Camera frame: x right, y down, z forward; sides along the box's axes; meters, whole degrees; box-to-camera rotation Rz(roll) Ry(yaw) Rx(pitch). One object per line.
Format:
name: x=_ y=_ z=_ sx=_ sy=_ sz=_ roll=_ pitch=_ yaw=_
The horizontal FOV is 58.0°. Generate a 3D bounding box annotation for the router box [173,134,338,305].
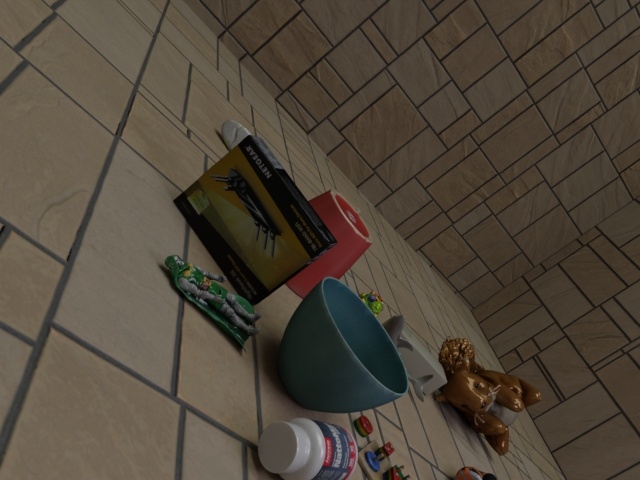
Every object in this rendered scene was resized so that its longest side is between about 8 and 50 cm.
router box: x=-0.149 y=-0.044 z=1.314 sx=0.309 sy=0.243 sz=0.081 roll=53 pitch=15 yaw=6

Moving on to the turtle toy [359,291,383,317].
turtle toy: x=0.187 y=0.228 z=2.042 sx=0.095 sy=0.066 sz=0.130 roll=50 pitch=15 yaw=-8

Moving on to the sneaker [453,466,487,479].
sneaker: x=0.508 y=0.775 z=1.618 sx=0.321 sy=0.124 sz=0.180 roll=58 pitch=17 yaw=23

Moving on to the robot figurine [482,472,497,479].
robot figurine: x=0.420 y=0.713 z=1.412 sx=0.173 sy=0.209 sz=0.278 roll=38 pitch=13 yaw=11

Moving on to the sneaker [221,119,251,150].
sneaker: x=-0.249 y=-0.302 z=1.974 sx=0.240 sy=0.091 sz=0.126 roll=51 pitch=-4 yaw=-1

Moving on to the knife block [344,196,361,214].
knife block: x=0.019 y=-0.025 z=1.947 sx=0.088 sy=0.242 sz=0.276 roll=39 pitch=36 yaw=-3

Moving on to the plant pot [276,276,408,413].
plant pot: x=0.023 y=0.251 z=1.232 sx=0.290 sy=0.195 sz=0.290 roll=47 pitch=16 yaw=-17

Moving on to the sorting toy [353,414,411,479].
sorting toy: x=0.154 y=0.522 z=1.292 sx=0.274 sy=0.046 sz=0.132 roll=57 pitch=16 yaw=17

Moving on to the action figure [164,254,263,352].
action figure: x=-0.213 y=0.106 z=1.138 sx=0.232 sy=0.063 sz=0.137 roll=42 pitch=21 yaw=-24

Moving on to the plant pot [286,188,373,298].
plant pot: x=0.000 y=0.000 z=1.664 sx=0.275 sy=0.243 sz=0.275 roll=48 pitch=14 yaw=-17

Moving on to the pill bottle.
pill bottle: x=-0.022 y=0.367 z=1.003 sx=0.180 sy=0.108 sz=0.108 roll=33 pitch=24 yaw=-50

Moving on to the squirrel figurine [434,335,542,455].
squirrel figurine: x=0.556 y=0.550 z=2.151 sx=0.370 sy=0.281 sz=0.397 roll=26 pitch=13 yaw=-38

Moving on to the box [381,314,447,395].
box: x=0.311 y=0.392 z=1.977 sx=0.275 sy=0.094 sz=0.113 roll=49 pitch=15 yaw=-15

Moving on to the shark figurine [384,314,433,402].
shark figurine: x=0.233 y=0.380 z=1.830 sx=0.116 sy=0.166 sz=0.278 roll=-38 pitch=109 yaw=-51
